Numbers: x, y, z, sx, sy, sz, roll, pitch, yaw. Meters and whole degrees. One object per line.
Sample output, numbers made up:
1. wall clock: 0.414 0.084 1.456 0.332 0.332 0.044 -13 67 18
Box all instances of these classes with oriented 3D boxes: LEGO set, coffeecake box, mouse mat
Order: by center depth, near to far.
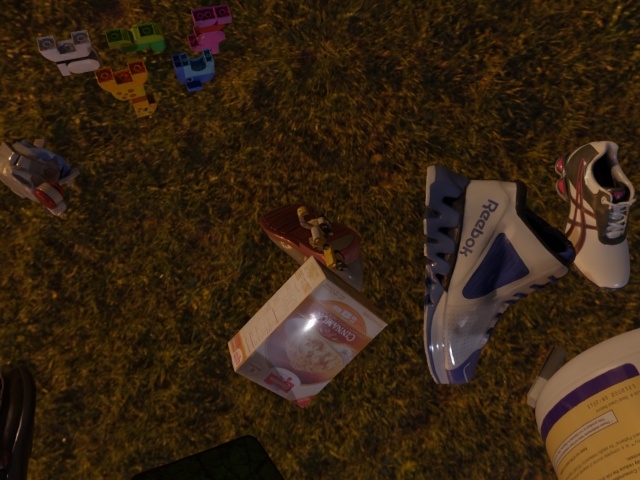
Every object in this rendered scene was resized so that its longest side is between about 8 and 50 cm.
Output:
1. mouse mat: -0.099 0.295 0.537 0.152 0.189 0.007 45 113 29
2. LEGO set: -0.216 -0.215 0.626 0.227 0.093 0.087 -16 77 -14
3. coffeecake box: -0.019 0.138 0.723 0.185 0.068 0.142 -46 122 8

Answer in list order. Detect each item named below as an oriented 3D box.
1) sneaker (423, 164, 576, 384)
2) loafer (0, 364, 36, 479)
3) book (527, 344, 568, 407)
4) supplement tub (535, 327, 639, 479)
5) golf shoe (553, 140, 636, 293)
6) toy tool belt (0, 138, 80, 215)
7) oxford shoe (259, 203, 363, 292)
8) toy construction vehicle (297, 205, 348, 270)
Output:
1. sneaker: 0.232 0.056 0.650 0.182 0.127 0.316 1 114 17
2. loafer: -0.366 0.239 0.544 0.078 0.220 0.080 5 134 -28
3. book: 0.563 0.343 1.224 0.144 0.035 0.096 -53 147 -14
4. supplement tub: 0.354 0.261 0.409 0.241 0.331 0.241 -2 134 -2
5. golf shoe: 0.495 -0.041 0.869 0.105 0.120 0.273 -11 83 -5
6. toy tool belt: -0.230 -0.060 0.408 0.083 0.051 0.052 23 149 26
7. oxford shoe: -0.030 0.015 1.043 0.123 0.348 0.130 -27 120 -17
8. toy construction vehicle: 0.000 0.000 0.765 0.035 0.086 0.098 -26 145 16
